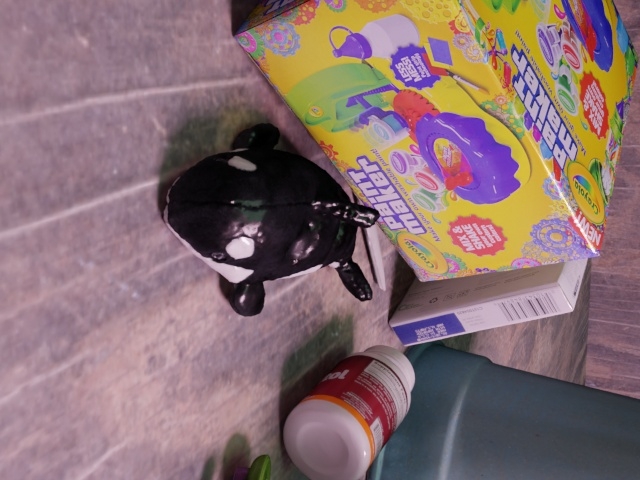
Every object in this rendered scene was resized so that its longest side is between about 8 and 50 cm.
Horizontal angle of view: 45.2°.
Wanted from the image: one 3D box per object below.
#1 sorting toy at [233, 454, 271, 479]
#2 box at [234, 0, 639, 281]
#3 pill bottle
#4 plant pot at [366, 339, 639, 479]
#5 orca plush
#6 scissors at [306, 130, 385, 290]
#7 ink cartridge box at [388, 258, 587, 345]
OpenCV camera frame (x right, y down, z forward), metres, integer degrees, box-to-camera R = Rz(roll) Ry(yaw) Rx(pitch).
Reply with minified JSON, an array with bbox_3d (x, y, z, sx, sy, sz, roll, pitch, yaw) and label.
[{"bbox_3d":[-0.069,0.211,0.601,0.061,0.042,0.102,91,10,-45],"label":"sorting toy"},{"bbox_3d":[0.125,-0.167,0.671,0.290,0.177,0.279,50,48,-29],"label":"box"},{"bbox_3d":[0.035,0.161,0.739,0.152,0.086,0.086,-33,124,-58],"label":"pill bottle"},{"bbox_3d":[0.274,0.313,0.972,0.341,0.334,0.341,-23,116,-61],"label":"plant pot"},{"bbox_3d":[0.000,0.000,0.621,0.287,0.102,0.151,45,55,-57],"label":"orca plush"},{"bbox_3d":[0.045,-0.072,0.789,0.297,0.021,0.109,62,39,-45],"label":"scissors"},{"bbox_3d":[0.216,0.027,0.934,0.045,0.223,0.224,56,41,-18],"label":"ink cartridge box"}]
